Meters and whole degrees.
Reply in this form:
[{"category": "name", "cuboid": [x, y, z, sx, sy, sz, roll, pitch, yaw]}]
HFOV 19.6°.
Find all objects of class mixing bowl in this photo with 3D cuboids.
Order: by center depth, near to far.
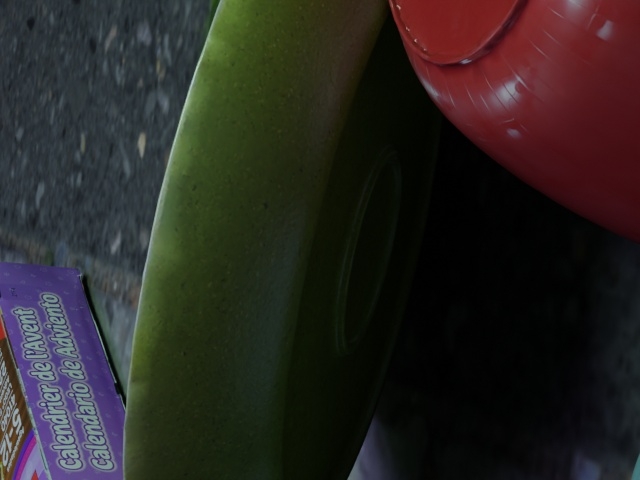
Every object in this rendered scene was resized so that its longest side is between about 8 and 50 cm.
[{"category": "mixing bowl", "cuboid": [0.079, -0.082, 0.485, 0.181, 0.098, 0.181, -175, 90, -65]}]

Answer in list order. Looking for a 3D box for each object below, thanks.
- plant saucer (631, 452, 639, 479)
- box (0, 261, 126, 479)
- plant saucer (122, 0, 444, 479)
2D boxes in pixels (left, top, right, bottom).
[{"category": "plant saucer", "cuboid": [0.110, 0.080, 0.475, 0.119, 0.021, 0.119, -20, 67, 61]}, {"category": "box", "cuboid": [-0.169, 0.186, 0.992, 0.201, 0.057, 0.293, 62, 139, 48]}, {"category": "plant saucer", "cuboid": [0.000, 0.000, 0.579, 0.241, 0.037, 0.241, 13, -90, -79]}]
